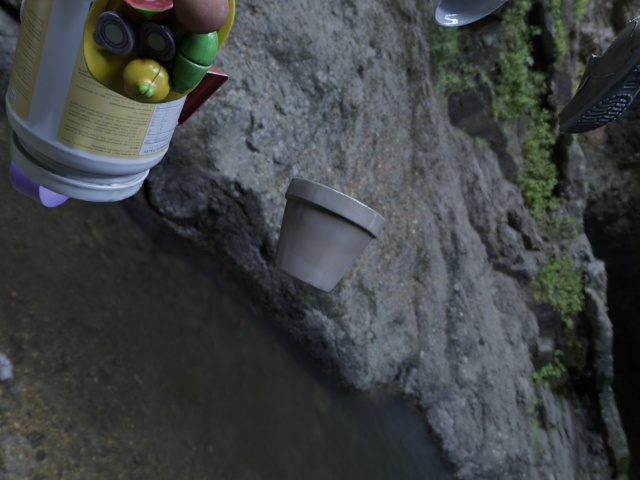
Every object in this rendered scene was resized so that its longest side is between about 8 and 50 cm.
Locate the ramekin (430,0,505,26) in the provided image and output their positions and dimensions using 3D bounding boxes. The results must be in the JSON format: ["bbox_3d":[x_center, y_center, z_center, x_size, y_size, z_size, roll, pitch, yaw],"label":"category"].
[{"bbox_3d":[0.471,-0.821,1.725,0.277,0.277,0.135,17,53,-70],"label":"ramekin"}]

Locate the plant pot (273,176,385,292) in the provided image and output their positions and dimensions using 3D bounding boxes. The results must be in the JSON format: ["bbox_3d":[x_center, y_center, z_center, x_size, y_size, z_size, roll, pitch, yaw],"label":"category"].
[{"bbox_3d":[0.000,0.000,1.677,0.280,0.323,0.323,-66,154,-5],"label":"plant pot"}]

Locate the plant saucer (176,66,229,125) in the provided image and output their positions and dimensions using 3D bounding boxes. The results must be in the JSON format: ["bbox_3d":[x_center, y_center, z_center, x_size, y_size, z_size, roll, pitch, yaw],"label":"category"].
[{"bbox_3d":[-0.408,-0.384,1.381,0.259,0.259,0.047,-6,74,-46],"label":"plant saucer"}]

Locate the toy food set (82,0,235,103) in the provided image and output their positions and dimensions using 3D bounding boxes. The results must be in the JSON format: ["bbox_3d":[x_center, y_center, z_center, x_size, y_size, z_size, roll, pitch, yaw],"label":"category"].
[{"bbox_3d":[-0.149,-0.219,0.531,0.128,0.217,0.071,23,28,-29],"label":"toy food set"}]

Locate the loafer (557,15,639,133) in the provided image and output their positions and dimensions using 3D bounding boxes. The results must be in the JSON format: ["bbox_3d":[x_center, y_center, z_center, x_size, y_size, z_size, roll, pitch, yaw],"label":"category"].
[{"bbox_3d":[0.511,-0.286,0.961,0.251,0.095,0.087,123,-41,-53],"label":"loafer"}]

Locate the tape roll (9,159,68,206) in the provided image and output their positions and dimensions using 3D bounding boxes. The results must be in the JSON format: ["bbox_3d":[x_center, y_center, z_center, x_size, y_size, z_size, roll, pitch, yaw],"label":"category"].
[{"bbox_3d":[-0.715,-0.231,1.488,0.090,0.274,0.275,29,20,-2],"label":"tape roll"}]

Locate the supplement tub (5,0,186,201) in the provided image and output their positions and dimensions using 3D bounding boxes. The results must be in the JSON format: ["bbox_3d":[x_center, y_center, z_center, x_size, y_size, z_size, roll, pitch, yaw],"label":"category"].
[{"bbox_3d":[-0.318,-0.247,0.805,0.241,0.331,0.241,23,31,-15],"label":"supplement tub"}]

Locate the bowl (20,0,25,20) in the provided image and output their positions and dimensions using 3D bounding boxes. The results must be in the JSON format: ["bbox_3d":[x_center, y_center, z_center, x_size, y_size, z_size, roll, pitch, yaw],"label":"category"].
[{"bbox_3d":[-0.734,-0.621,1.523,0.298,0.134,0.297,21,90,-83],"label":"bowl"}]
